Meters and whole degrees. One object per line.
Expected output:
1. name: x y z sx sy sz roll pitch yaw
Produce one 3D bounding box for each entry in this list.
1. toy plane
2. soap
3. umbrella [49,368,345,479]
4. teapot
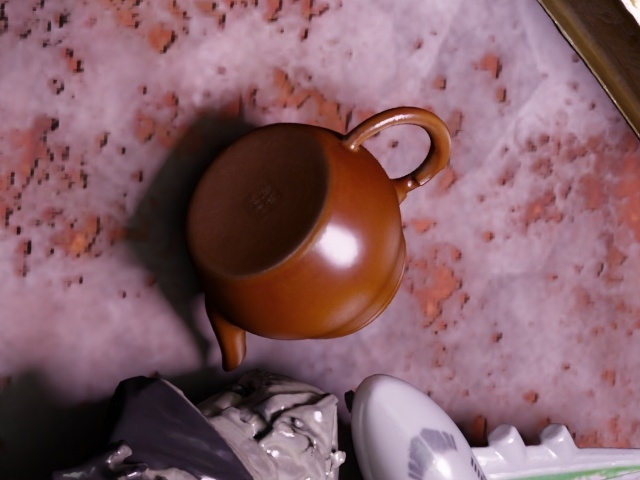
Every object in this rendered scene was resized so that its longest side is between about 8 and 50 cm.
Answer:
1. toy plane: 0.074 0.165 0.844 0.251 0.101 0.255 -39 118 -15
2. soap: 0.184 -0.100 0.863 0.037 0.092 0.252 -46 113 -9
3. umbrella: -0.124 0.145 0.689 0.357 0.106 0.113 -22 128 -50
4. teapot: 0.000 0.000 0.791 0.173 0.116 0.116 -44 114 6
